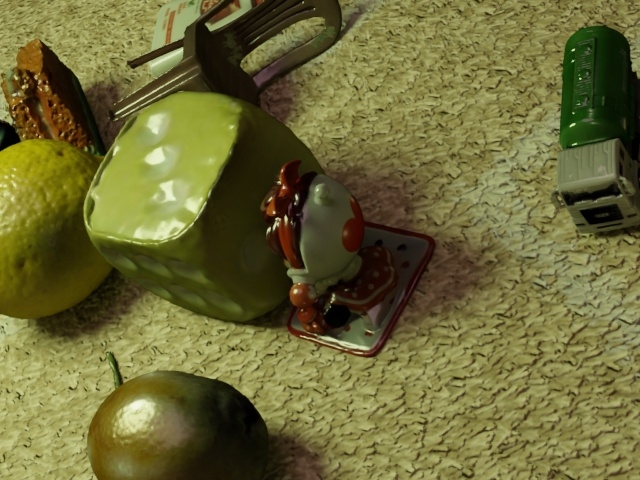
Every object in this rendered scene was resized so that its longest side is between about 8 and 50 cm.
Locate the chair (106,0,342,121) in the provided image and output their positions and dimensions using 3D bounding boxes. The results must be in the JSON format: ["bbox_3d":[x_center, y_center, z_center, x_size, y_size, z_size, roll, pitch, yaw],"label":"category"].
[{"bbox_3d":[-0.128,-0.256,1.967,0.326,0.175,0.183,-29,36,22],"label":"chair"}]

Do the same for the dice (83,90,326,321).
[{"bbox_3d":[-0.146,-0.042,1.770,0.238,0.227,0.233,10,64,40],"label":"dice"}]

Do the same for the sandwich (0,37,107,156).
[{"bbox_3d":[-0.430,-0.208,2.129,0.109,0.212,0.292,-24,31,-3],"label":"sandwich"}]

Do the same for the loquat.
[{"bbox_3d":[-0.169,0.247,1.605,0.227,0.179,0.179,6,61,30],"label":"loquat"}]

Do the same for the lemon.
[{"bbox_3d":[-0.408,-0.017,1.926,0.267,0.267,0.267,-19,48,22],"label":"lemon"}]

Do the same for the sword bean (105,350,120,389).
[{"bbox_3d":[-0.284,0.181,1.849,0.012,0.012,0.083,-34,43,8],"label":"sword bean"}]

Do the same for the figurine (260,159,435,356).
[{"bbox_3d":[0.000,0.000,1.637,0.160,0.226,0.183,13,66,39],"label":"figurine"}]

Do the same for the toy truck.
[{"bbox_3d":[0.333,-0.135,1.586,0.101,0.125,0.242,-10,53,28],"label":"toy truck"}]

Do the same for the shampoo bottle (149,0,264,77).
[{"bbox_3d":[-0.133,-0.350,2.112,0.284,0.071,0.153,-16,48,25],"label":"shampoo bottle"}]

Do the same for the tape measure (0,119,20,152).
[{"bbox_3d":[-0.561,-0.095,2.165,0.202,0.135,0.223,8,57,49],"label":"tape measure"}]
